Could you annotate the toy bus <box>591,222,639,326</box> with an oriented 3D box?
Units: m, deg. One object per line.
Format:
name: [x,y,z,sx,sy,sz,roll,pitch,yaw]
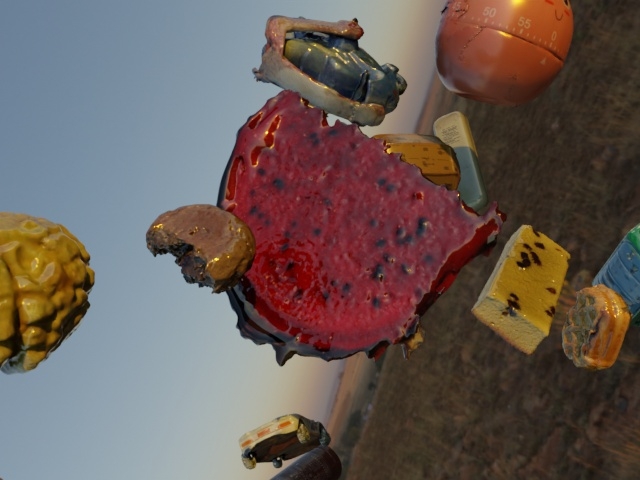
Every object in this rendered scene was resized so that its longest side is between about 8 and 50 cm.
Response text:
toy bus: [0.824,0.081,1.416,0.343,0.199,0.183,80,164,-58]

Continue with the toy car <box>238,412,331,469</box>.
toy car: [-0.049,0.288,0.821,0.056,0.095,0.205,64,-176,25]

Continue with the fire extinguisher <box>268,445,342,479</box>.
fire extinguisher: [-0.071,0.551,1.254,0.269,0.104,0.105,-16,-52,-50]

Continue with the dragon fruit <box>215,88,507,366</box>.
dragon fruit: [0.000,0.000,0.669,0.282,0.343,0.100,-49,-26,-4]

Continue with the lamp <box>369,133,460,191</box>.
lamp: [0.169,-0.130,1.118,0.161,0.185,0.161,-179,90,-74]

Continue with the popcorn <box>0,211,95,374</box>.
popcorn: [-0.458,0.082,0.797,0.270,0.224,0.258,-39,8,-10]

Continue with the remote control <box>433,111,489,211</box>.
remote control: [0.330,-0.191,1.348,0.038,0.090,0.310,43,-147,-46]

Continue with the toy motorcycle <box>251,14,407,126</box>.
toy motorcycle: [0.023,-0.320,1.150,0.182,0.319,0.241,127,160,-65]

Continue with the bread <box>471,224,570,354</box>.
bread: [0.435,0.085,1.196,0.361,0.138,0.077,-42,-16,-51]

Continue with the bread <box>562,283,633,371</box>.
bread: [0.342,0.109,0.712,0.083,0.044,0.111,-103,21,-65]

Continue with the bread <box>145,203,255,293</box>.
bread: [-0.114,0.007,0.573,0.082,0.113,0.060,-37,-38,-35]

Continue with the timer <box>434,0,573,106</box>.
timer: [0.316,-0.353,0.993,0.229,0.229,0.215,-48,-28,-77]

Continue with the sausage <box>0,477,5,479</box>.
sausage: [-0.385,0.395,0.633,0.304,0.078,0.078,46,127,51]
